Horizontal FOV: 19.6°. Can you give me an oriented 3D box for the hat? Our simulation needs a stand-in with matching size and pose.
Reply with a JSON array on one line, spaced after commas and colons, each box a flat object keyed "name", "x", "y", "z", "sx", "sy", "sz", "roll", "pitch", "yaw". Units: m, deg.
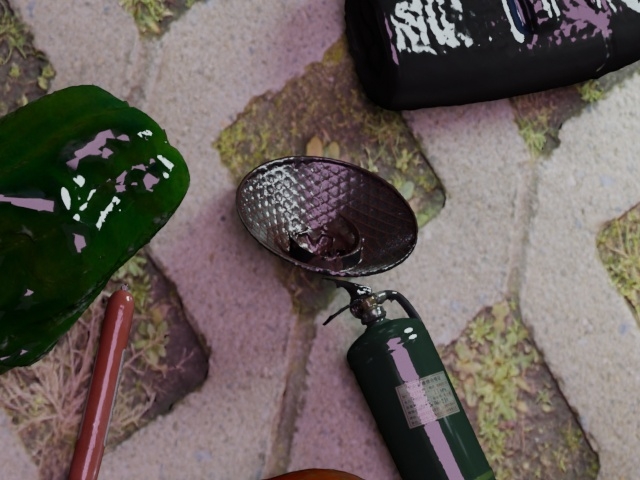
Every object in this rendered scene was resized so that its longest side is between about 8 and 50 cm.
[{"name": "hat", "x": 0.000, "y": 0.000, "z": 1.912, "sx": 0.193, "sy": 0.082, "sz": 0.193, "roll": 9, "pitch": 39, "yaw": -7}]

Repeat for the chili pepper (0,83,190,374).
[{"name": "chili pepper", "x": -0.296, "y": -0.002, "z": 1.766, "sx": 0.385, "sy": 0.167, "sz": 0.213, "roll": -40, "pitch": 91, "yaw": -20}]

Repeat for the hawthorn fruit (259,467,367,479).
[{"name": "hawthorn fruit", "x": -0.017, "y": 0.343, "z": 1.740, "sx": 0.300, "sy": 0.275, "sz": 0.275, "roll": -32, "pitch": 90, "yaw": -31}]

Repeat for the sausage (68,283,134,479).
[{"name": "sausage", "x": -0.215, "y": 0.149, "z": 1.833, "sx": 0.029, "sy": 0.029, "sz": 0.223, "roll": 15, "pitch": 75, "yaw": -14}]

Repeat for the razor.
[{"name": "razor", "x": 0.190, "y": -0.246, "z": 2.003, "sx": 0.327, "sy": 0.107, "sz": 0.189, "roll": -13, "pitch": 84, "yaw": -19}]

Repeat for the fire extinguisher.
[{"name": "fire extinguisher", "x": 0.092, "y": 0.159, "z": 1.900, "sx": 0.118, "sy": 0.093, "sz": 0.294, "roll": -23, "pitch": 86, "yaw": -34}]
